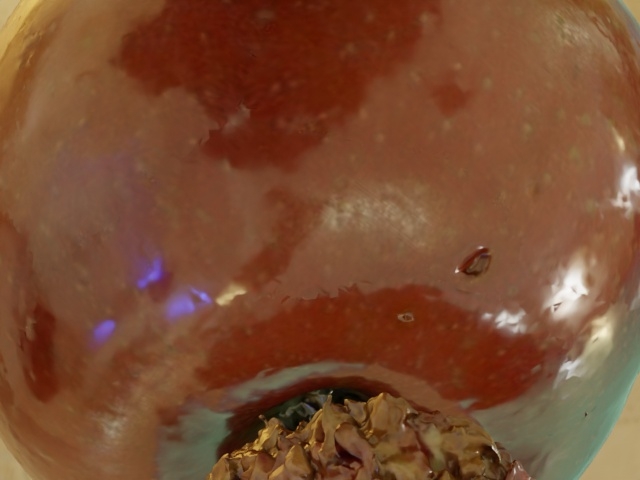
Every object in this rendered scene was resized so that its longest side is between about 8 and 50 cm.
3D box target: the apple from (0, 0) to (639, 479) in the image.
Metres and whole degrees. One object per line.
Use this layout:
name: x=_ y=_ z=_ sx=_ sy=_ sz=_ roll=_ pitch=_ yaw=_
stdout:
apple: x=0.000 y=0.000 z=0.907 sx=0.348 sy=0.348 sz=0.277 roll=7 pitch=43 yaw=-12

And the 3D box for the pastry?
pastry: x=0.008 y=0.078 z=0.542 sx=0.087 sy=0.169 sz=0.063 roll=23 pitch=67 yaw=-19
